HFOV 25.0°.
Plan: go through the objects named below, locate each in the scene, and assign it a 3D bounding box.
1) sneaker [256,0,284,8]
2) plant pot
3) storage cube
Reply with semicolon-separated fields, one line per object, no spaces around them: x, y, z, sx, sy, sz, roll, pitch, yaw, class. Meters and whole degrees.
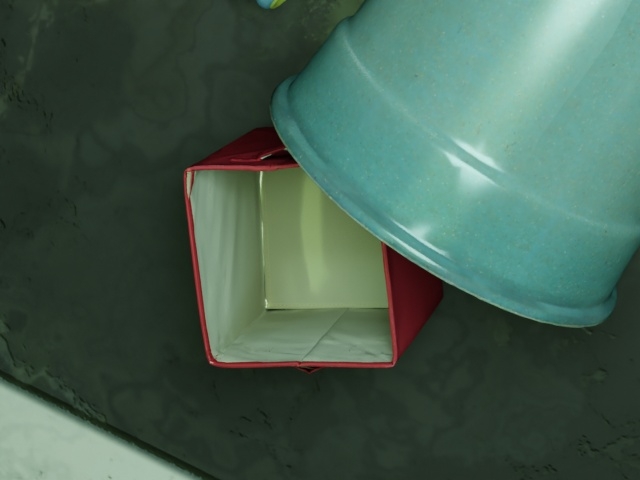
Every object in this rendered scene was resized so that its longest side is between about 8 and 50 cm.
-0.015;-0.353;1.293;0.208;0.127;0.319;36;123;8;sneaker
0.188;-0.164;1.159;0.341;0.341;0.334;36;113;6;plant pot
0.000;0.000;1.350;0.183;0.193;0.215;-2;106;19;storage cube
